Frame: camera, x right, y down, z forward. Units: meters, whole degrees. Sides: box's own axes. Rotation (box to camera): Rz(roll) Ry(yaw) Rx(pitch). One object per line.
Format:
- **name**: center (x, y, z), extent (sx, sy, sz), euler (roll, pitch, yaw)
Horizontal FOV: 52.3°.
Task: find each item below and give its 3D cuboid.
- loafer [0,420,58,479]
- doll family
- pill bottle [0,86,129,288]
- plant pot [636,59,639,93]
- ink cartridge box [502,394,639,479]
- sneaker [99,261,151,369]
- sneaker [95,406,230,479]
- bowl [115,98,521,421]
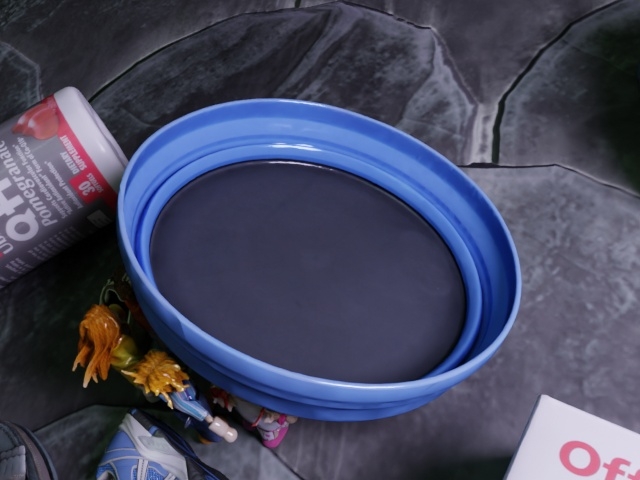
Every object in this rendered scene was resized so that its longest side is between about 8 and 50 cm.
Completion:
- **loafer**: center (-0.311, 0.285, 0.637), extent (0.096, 0.084, 0.267), euler (-29, 54, -4)
- **doll family**: center (-0.150, 0.131, 0.632), extent (0.263, 0.163, 0.118), euler (33, 67, 26)
- **pill bottle**: center (-0.404, -0.044, 0.832), extent (0.318, 0.176, 0.176), euler (-33, 54, -7)
- **plant pot**: center (0.472, -0.190, 0.632), extent (0.248, 0.252, 0.247), euler (1, 57, 16)
- **ink cartridge box**: center (0.198, 0.342, 0.402), extent (0.285, 0.166, 0.395), euler (20, 64, 26)
- **sneaker**: center (-0.219, 0.057, 0.774), extent (0.066, 0.071, 0.188), euler (-1, 57, 15)
- **sneaker**: center (-0.138, 0.248, 0.626), extent (0.211, 0.080, 0.081), euler (27, 73, 40)
- **bowl**: center (0.000, 0.000, 0.647), extent (0.391, 0.077, 0.391), euler (10, 43, -10)
